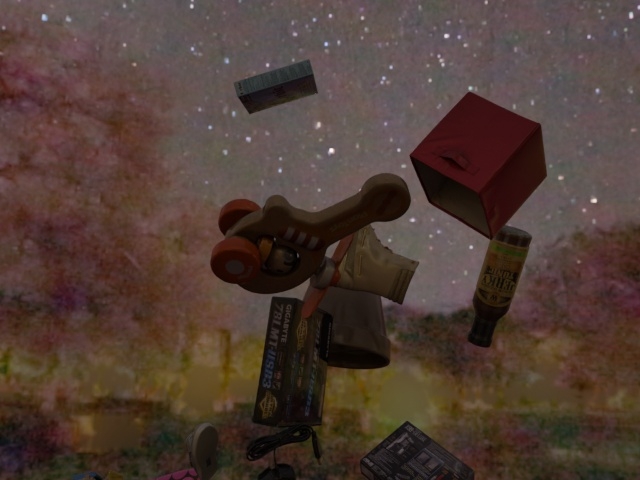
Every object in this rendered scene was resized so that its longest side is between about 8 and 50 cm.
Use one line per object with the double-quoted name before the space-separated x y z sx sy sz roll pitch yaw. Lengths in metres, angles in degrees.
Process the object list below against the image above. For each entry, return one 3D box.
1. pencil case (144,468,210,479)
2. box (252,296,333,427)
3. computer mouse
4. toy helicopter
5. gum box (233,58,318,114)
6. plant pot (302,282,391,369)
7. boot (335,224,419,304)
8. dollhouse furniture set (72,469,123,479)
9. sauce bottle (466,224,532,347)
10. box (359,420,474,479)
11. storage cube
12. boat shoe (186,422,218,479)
"pencil case" -0.421 0.720 1.872 0.209 0.095 0.098 -16 -55 13
"box" -0.056 0.305 1.588 0.073 0.296 0.293 3 -14 22
"computer mouse" -0.069 0.532 1.414 0.184 0.262 0.060 -16 5 -34
"toy helicopter" 0.000 0.000 1.109 0.355 0.140 0.235 -26 -55 20
"gum box" -0.103 -0.367 1.554 0.184 0.041 0.157 -16 -4 2
"plant pot" 0.063 0.219 1.962 0.323 0.280 0.323 6 -22 3
"boot" 0.157 0.019 1.654 0.203 0.262 0.095 16 -15 7
"dollhouse furniture set" -0.381 0.641 1.296 0.198 0.286 0.303 -5 -42 -16
"sauce bottle" 0.495 0.132 1.809 0.111 0.344 0.111 12 13 -3
"box" 0.323 0.780 2.175 0.242 0.077 0.307 -30 41 -31
"storage cube" 0.331 -0.155 1.332 0.183 0.193 0.215 37 -11 36
"boat shoe" -0.325 0.555 1.721 0.081 0.228 0.079 31 46 29
